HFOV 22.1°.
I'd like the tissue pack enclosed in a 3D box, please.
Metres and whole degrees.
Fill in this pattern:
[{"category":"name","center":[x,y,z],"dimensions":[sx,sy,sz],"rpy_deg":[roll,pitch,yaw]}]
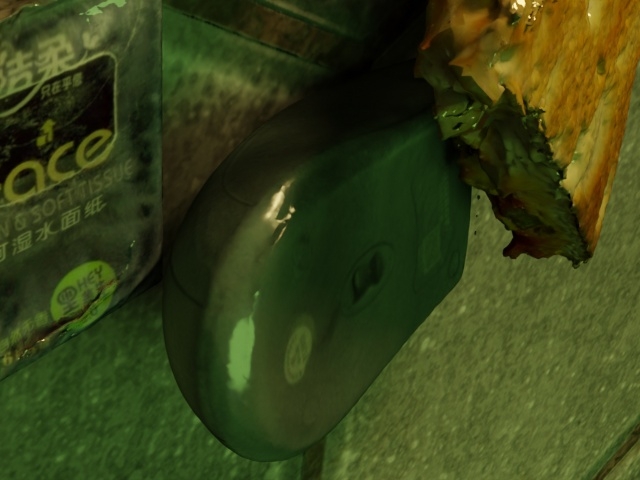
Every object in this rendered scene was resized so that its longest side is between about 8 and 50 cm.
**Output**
[{"category":"tissue pack","center":[-0.165,-0.041,0.892],"dimensions":[0.173,0.073,0.235],"rpy_deg":[-29,140,-34]}]

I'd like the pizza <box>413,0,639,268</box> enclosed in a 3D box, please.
[{"category":"pizza","center":[0.133,-0.168,1.024],"dimensions":[0.406,0.130,0.440],"rpy_deg":[-29,130,-64]}]

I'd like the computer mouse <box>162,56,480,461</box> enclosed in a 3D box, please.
[{"category":"computer mouse","center":[0.000,0.000,1.072],"dimensions":[0.371,0.122,0.188],"rpy_deg":[-37,134,-50]}]
